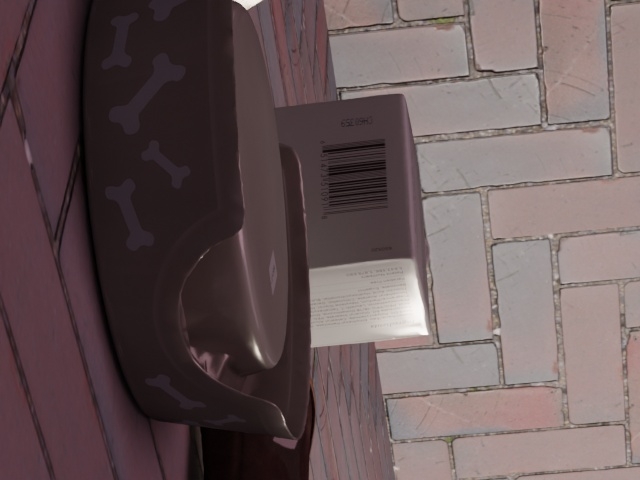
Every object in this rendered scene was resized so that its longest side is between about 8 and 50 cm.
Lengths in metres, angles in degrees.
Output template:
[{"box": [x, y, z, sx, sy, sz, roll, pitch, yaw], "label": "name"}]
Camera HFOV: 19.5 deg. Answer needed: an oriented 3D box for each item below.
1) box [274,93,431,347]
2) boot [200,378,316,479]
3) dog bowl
[{"box": [-0.004, -0.013, 1.579, 0.119, 0.181, 0.181, 74, 11, -52], "label": "box"}, {"box": [-0.051, 0.187, 1.379, 0.207, 0.090, 0.248, -77, 160, -69], "label": "boot"}, {"box": [-0.078, -0.034, 1.262, 0.349, 0.102, 0.349, -5, 90, -84], "label": "dog bowl"}]
